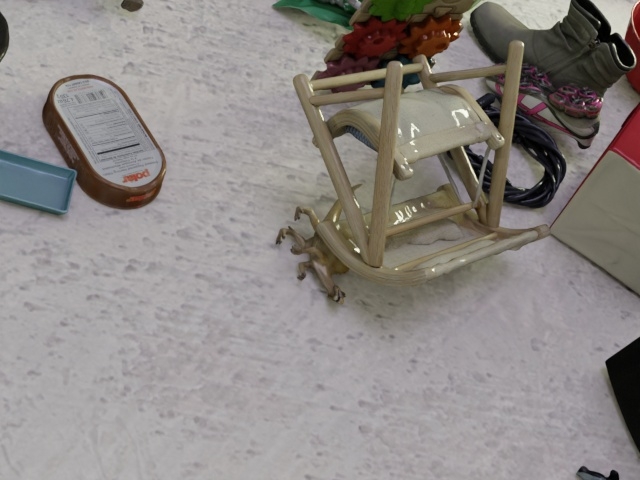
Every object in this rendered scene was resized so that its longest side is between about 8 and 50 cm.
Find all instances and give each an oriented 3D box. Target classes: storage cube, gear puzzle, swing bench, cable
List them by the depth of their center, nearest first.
[{"bbox_3d":[0.123,-0.091,1.712,0.253,0.165,0.255,-16,100,-47],"label":"swing bench"},{"bbox_3d":[0.127,-0.276,1.796,0.175,0.339,0.044,-4,63,-28],"label":"gear puzzle"},{"bbox_3d":[0.440,-0.067,1.856,0.183,0.215,0.193,37,52,7],"label":"storage cube"},{"bbox_3d":[0.241,-0.117,1.915,0.150,0.047,0.184,-18,62,-35],"label":"cable"}]

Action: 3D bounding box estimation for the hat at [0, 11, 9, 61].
[{"bbox_3d":[-0.503,-0.177,1.557,0.331,0.134,0.331,6,34,-4],"label":"hat"}]

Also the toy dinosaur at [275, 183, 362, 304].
[{"bbox_3d":[0.000,0.000,1.713,0.092,0.053,0.183,26,49,-25],"label":"toy dinosaur"}]

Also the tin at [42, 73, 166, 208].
[{"bbox_3d":[-0.253,-0.119,1.693,0.106,0.040,0.190,-19,62,-31],"label":"tin"}]

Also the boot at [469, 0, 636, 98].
[{"bbox_3d":[0.328,-0.286,2.019,0.083,0.161,0.246,-25,66,-39],"label":"boot"}]

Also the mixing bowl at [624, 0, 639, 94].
[{"bbox_3d":[0.515,-0.262,2.131,0.181,0.098,0.181,12,48,-14],"label":"mixing bowl"}]

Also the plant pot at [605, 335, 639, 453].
[{"bbox_3d":[0.462,0.193,1.674,0.188,0.187,0.167,9,61,-19],"label":"plant pot"}]

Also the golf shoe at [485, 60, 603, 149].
[{"bbox_3d":[0.298,-0.185,1.985,0.186,0.086,0.067,31,46,34],"label":"golf shoe"}]

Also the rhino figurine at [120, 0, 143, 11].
[{"bbox_3d":[-0.339,-0.366,1.836,0.243,0.073,0.106,10,53,-16],"label":"rhino figurine"}]

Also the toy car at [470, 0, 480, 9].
[{"bbox_3d":[0.234,-0.447,2.139,0.155,0.149,0.188,51,37,4],"label":"toy car"}]

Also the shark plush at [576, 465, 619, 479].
[{"bbox_3d":[0.352,0.307,1.607,0.161,0.073,0.067,44,78,8],"label":"shark plush"}]

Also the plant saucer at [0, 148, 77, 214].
[{"bbox_3d":[-0.371,-0.076,1.613,0.192,0.018,0.067,16,47,-13],"label":"plant saucer"}]

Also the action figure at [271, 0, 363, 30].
[{"bbox_3d":[0.065,-0.321,1.943,0.232,0.063,0.137,26,52,30],"label":"action figure"}]
